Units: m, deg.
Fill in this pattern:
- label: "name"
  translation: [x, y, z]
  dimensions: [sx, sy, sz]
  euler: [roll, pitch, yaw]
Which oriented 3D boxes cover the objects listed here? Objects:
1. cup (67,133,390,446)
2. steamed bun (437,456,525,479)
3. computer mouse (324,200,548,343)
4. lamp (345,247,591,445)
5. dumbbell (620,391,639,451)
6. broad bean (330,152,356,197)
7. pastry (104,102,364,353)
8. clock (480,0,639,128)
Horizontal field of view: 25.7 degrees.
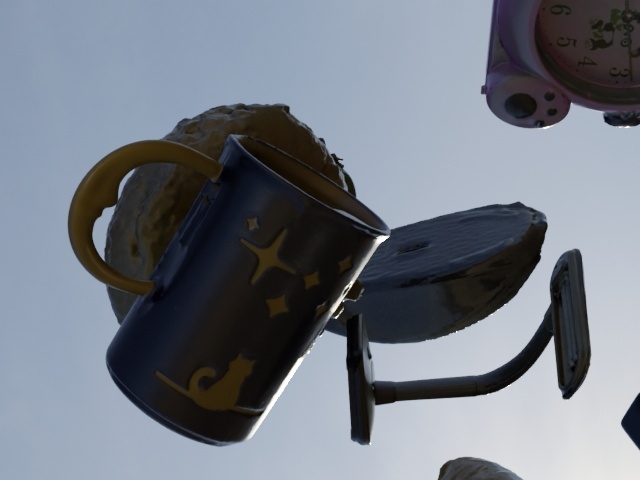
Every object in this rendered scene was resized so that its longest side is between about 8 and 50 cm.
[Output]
- label: "cup"
  translation: [-0.110, 0.028, 1.316]
  dimensions: [0.256, 0.255, 0.178]
  euler: [-57, -1, 9]
- label: "steamed bun"
  translation: [0.178, 0.342, 1.399]
  dimensions: [0.110, 0.231, 0.212]
  euler: [-11, -82, -18]
- label: "computer mouse"
  translation: [0.149, 0.054, 1.940]
  dimensions: [0.114, 0.374, 0.203]
  euler: [65, -153, -24]
- label: "lamp"
  translation: [0.149, 0.136, 1.410]
  dimensions: [0.203, 0.283, 0.124]
  euler: [-81, -29, -64]
- label: "dumbbell"
  translation: [0.527, 0.157, 1.802]
  dimensions: [0.144, 0.160, 0.325]
  euler: [17, -67, -24]
- label: "broad bean"
  translation: [0.005, 0.000, 1.766]
  dimensions: [0.039, 0.069, 0.227]
  euler: [73, -152, -74]
- label: "pastry"
  translation: [-0.095, -0.003, 1.531]
  dimensions: [0.329, 0.136, 0.330]
  euler: [-13, -71, -44]
- label: "clock"
  translation: [0.265, -0.197, 1.175]
  dimensions: [0.090, 0.248, 0.227]
  euler: [-82, -6, -46]
